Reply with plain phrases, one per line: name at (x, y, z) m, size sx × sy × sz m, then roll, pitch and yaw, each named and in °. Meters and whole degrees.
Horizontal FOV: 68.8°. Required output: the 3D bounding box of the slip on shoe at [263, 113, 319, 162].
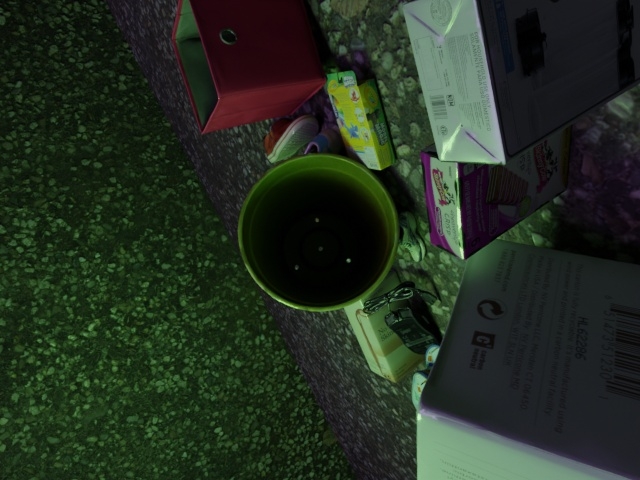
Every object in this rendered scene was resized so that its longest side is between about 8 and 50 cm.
slip on shoe at (-0.099, -0.306, 1.350) m, size 0.101 × 0.123 × 0.331 m, roll 66°, pitch 162°, yaw -6°

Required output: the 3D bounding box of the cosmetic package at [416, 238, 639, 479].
cosmetic package at (0.342, 0.265, 0.688) m, size 0.328 × 0.329 × 0.393 m, roll 12°, pitch 134°, yaw 24°

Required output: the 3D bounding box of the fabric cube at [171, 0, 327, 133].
fabric cube at (-0.177, -0.429, 1.106) m, size 0.259 × 0.259 × 0.253 m, roll -11°, pitch 95°, yaw 67°

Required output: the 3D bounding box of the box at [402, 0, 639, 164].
box at (0.239, -0.213, 0.496) m, size 0.087 × 0.290 × 0.169 m, roll 18°, pitch 132°, yaw 57°

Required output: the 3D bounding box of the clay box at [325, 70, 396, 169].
clay box at (0.089, -0.275, 1.056) m, size 0.127 × 0.053 × 0.221 m, roll 25°, pitch 139°, yaw 57°

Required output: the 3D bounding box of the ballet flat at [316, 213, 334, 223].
ballet flat at (-0.031, -0.130, 1.484) m, size 0.231 × 0.077 × 0.077 m, roll 52°, pitch 173°, yaw 14°

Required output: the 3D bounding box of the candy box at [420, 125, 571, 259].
candy box at (0.258, -0.098, 0.673) m, size 0.071 × 0.234 × 0.159 m, roll 33°, pitch 147°, yaw 48°

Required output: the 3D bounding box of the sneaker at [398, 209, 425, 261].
sneaker at (0.209, -0.003, 1.136) m, size 0.052 × 0.058 × 0.135 m, roll 10°, pitch 128°, yaw 62°

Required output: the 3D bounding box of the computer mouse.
computer mouse at (0.259, 0.200, 1.259) m, size 0.262 × 0.060 × 0.184 m, roll 40°, pitch 127°, yaw -20°

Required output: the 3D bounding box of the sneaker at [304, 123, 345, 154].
sneaker at (-0.003, -0.224, 1.267) m, size 0.087 × 0.092 × 0.228 m, roll 53°, pitch 158°, yaw 13°

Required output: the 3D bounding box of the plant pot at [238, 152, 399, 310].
plant pot at (0.000, 0.000, 1.232) m, size 0.366 × 0.367 × 0.353 m, roll 57°, pitch 177°, yaw 7°

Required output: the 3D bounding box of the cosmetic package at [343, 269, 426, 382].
cosmetic package at (0.185, 0.243, 1.377) m, size 0.129 × 0.153 × 0.295 m, roll 7°, pitch 125°, yaw 61°

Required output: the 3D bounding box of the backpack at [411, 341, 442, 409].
backpack at (0.346, 0.356, 1.120) m, size 0.276 × 0.213 × 0.263 m, roll 40°, pitch 141°, yaw 46°
